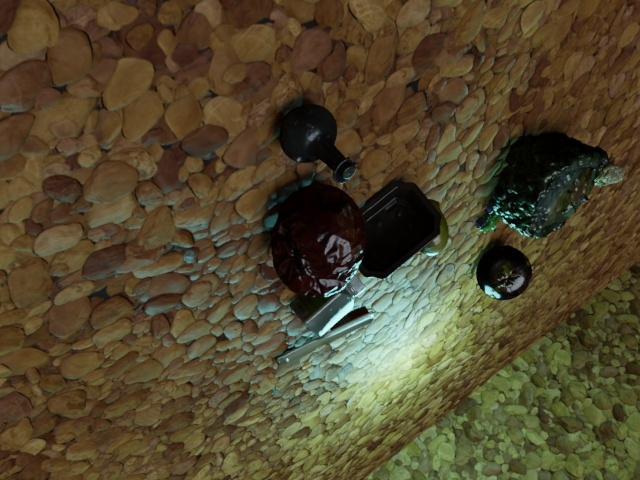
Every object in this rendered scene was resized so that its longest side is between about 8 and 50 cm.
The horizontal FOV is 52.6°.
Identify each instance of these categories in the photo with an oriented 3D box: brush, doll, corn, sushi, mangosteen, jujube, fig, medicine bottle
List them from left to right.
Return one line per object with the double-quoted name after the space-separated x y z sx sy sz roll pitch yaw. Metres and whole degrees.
0.000 0.000 1.424 0.212 0.213 0.232 -19 141 -31 "jujube"
0.010 0.281 1.924 0.320 0.050 0.060 -26 148 -11 "brush"
0.026 0.158 1.749 0.188 0.088 0.132 -41 148 -2 "medicine bottle"
0.284 -0.032 1.757 0.120 0.136 0.153 -32 134 -31 "fig"
0.559 -0.101 2.047 0.115 0.050 0.190 -12 134 -41 "doll"
0.644 0.109 2.286 0.192 0.192 0.217 -50 178 13 "mangosteen"
0.675 -0.163 1.942 0.351 0.178 0.294 -15 130 -39 "sushi"
1.055 -0.241 2.369 0.210 0.087 0.087 -4 132 -43 "corn"

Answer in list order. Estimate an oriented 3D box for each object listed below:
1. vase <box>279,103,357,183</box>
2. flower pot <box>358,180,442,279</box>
0.001 -0.181 1.238 0.120 0.183 0.120 -27 144 -22 "vase"
0.172 -0.022 1.646 0.250 0.179 0.084 -38 173 -7 "flower pot"
